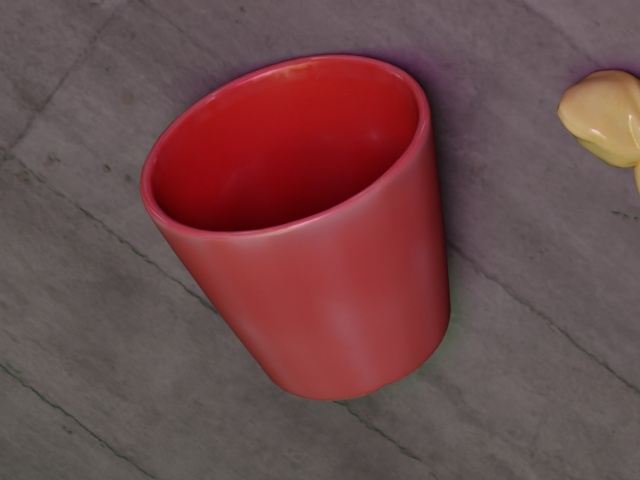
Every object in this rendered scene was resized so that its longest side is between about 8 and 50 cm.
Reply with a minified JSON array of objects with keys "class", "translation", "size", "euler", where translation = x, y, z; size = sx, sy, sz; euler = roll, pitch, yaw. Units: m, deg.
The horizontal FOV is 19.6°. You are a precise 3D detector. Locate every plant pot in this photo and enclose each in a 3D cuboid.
[{"class":"plant pot","translation":[0.000,0.000,1.740],"size":[0.275,0.275,0.243],"euler":[-5,128,21]}]

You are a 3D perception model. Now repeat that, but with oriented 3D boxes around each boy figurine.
[{"class":"boy figurine","translation":[0.350,-0.074,1.669],"size":[0.285,0.092,0.177],"euler":[16,126,8]}]
